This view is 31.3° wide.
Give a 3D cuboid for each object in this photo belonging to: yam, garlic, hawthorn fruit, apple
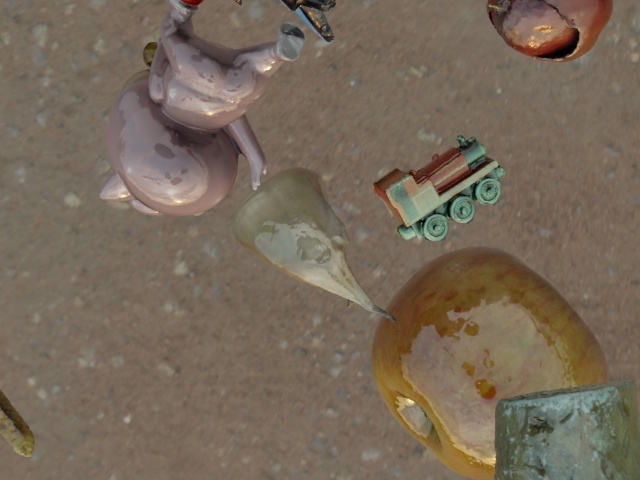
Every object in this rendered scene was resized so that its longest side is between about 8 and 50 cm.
[{"bbox_3d":[0.165,0.181,0.743,0.107,0.107,0.194,-6,69,19],"label":"yam"},{"bbox_3d":[-0.007,-0.005,1.597,0.196,0.338,0.151,37,91,-20],"label":"garlic"},{"bbox_3d":[0.280,-0.298,1.439,0.148,0.172,0.148,3,93,55],"label":"hawthorn fruit"},{"bbox_3d":[0.268,0.211,1.869,0.333,0.400,0.400,-41,99,2],"label":"apple"}]

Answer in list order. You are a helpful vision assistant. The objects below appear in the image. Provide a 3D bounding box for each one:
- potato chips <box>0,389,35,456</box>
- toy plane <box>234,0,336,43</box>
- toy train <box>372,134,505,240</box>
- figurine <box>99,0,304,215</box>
[{"bbox_3d":[-0.318,0.135,1.083,0.204,0.037,0.026,42,110,45],"label":"potato chips"},{"bbox_3d":[-0.031,-0.270,1.112,0.078,0.169,0.246,17,158,42],"label":"toy plane"},{"bbox_3d":[0.173,-0.076,1.610,0.176,0.074,0.118,-34,114,-6],"label":"toy train"},{"bbox_3d":[-0.139,-0.156,1.284,0.176,0.186,0.287,7,129,-27],"label":"figurine"}]
